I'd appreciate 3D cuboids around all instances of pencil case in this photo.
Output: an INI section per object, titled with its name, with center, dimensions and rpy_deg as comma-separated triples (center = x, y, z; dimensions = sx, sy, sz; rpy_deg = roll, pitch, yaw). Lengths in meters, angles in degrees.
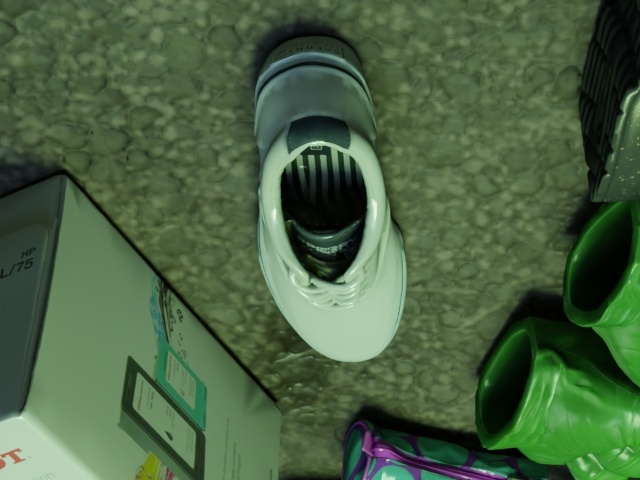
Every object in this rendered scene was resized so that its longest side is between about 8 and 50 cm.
[pencil case]
center = 0.091, 0.172, 1.310
dimensions = 0.151, 0.064, 0.070
rpy_deg = 13, 152, -12

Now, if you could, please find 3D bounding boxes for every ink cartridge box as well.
[ink cartridge box]
center = -0.179, 0.136, 1.185
dimensions = 0.198, 0.197, 0.270
rpy_deg = -20, 132, 22

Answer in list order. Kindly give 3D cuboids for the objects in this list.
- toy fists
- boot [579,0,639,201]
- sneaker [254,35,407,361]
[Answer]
[toy fists]
center = 0.211, 0.073, 1.166
dimensions = 0.142, 0.096, 0.279
rpy_deg = 10, 142, -15
[boot]
center = 0.272, -0.136, 0.953
dimensions = 0.222, 0.118, 0.338
rpy_deg = 2, 148, -4
[sneaker]
center = 0.000, 0.000, 1.108
dimensions = 0.094, 0.091, 0.258
rpy_deg = -5, 136, 8
